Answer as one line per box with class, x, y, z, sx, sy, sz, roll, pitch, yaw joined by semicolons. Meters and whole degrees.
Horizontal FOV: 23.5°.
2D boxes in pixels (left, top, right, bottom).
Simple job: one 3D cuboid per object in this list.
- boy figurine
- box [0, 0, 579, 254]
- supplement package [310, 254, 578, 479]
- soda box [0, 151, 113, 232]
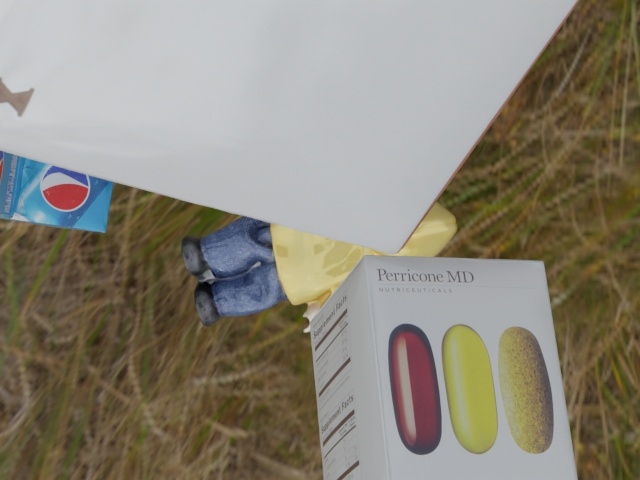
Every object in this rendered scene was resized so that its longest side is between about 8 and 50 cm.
boy figurine;0.000;0.000;1.598;0.285;0.092;0.177;-17;90;11
box;-0.026;-0.201;0.529;0.168;0.345;0.215;15;129;-26
supplement package;0.082;0.146;1.042;0.139;0.134;0.244;1;67;-18
soda box;-0.215;-0.046;1.165;0.071;0.210;0.067;9;90;-22
